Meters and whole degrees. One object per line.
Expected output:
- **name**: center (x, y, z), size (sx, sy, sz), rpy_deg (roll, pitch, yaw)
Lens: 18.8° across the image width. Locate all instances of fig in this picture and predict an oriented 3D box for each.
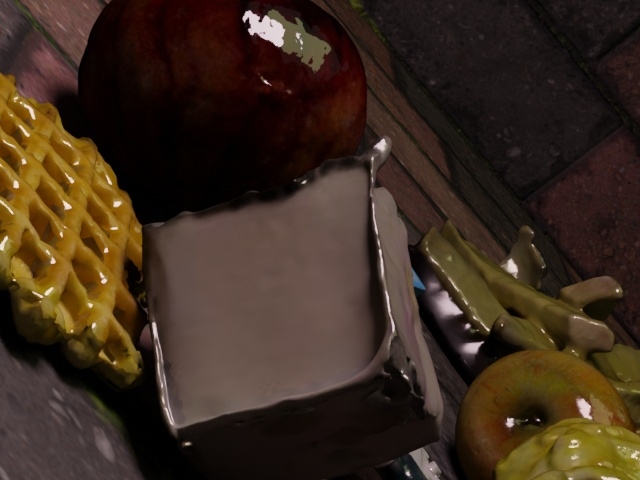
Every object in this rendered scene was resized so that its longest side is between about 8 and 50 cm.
- **fig**: center (-0.079, -0.109, 1.550), size (0.235, 0.235, 0.214), rpy_deg (47, 50, -22)

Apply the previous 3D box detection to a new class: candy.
- **candy**: center (-0.014, 0.057, 1.260), size (0.137, 0.184, 0.195), rpy_deg (56, 20, -55)

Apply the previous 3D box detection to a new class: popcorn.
- **popcorn**: center (0.242, 0.278, 1.671), size (0.255, 0.195, 0.256), rpy_deg (18, 54, -60)

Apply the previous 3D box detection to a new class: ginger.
- **ginger**: center (0.292, 0.113, 2.288), size (0.413, 0.211, 0.358), rpy_deg (51, 10, -1)

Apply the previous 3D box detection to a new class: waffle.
- **waffle**: center (-0.184, -0.019, 1.271), size (0.291, 0.051, 0.291), rpy_deg (47, 14, -16)

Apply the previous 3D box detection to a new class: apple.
- **apple**: center (0.218, 0.194, 1.859), size (0.182, 0.182, 0.155), rpy_deg (60, 3, 34)

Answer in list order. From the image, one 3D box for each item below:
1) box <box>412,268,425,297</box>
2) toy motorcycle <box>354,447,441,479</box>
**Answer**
- **box**: center (0.000, 0.000, 1.823), size (0.143, 0.083, 0.232), rpy_deg (56, 11, 19)
- **toy motorcycle**: center (0.054, 0.170, 1.503), size (0.221, 0.102, 0.150), rpy_deg (57, 1, 23)
